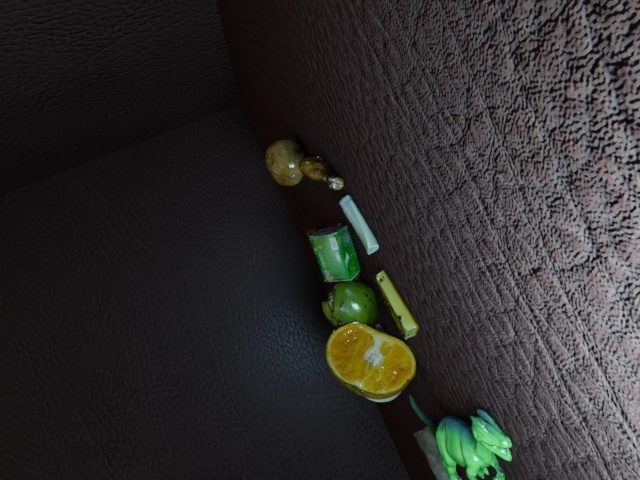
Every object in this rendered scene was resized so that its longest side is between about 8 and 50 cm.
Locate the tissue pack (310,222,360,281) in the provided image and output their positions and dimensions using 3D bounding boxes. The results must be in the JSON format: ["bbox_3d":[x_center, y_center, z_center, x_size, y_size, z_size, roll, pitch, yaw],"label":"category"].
[{"bbox_3d":[0.075,0.046,1.725,0.147,0.156,0.209,-9,107,37],"label":"tissue pack"}]

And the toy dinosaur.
[{"bbox_3d":[0.363,0.532,1.224,0.500,0.143,0.375,-137,29,-59],"label":"toy dinosaur"}]

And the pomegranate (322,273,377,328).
[{"bbox_3d":[0.133,0.247,1.748,0.302,0.235,0.236,-75,-26,-49],"label":"pomegranate"}]

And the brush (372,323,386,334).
[{"bbox_3d":[0.270,0.439,1.894,0.323,0.051,0.070,75,175,-63],"label":"brush"}]

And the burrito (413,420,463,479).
[{"bbox_3d":[0.454,0.834,1.628,0.348,0.107,0.175,66,159,-11],"label":"burrito"}]

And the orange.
[{"bbox_3d":[0.173,0.450,1.541,0.310,0.274,0.274,34,175,-7],"label":"orange"}]

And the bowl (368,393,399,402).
[{"bbox_3d":[0.250,0.533,1.718,0.126,0.237,0.238,98,151,-45],"label":"bowl"}]

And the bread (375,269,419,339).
[{"bbox_3d":[0.247,0.210,1.363,0.088,0.049,0.226,79,166,-57],"label":"bread"}]

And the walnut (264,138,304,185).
[{"bbox_3d":[-0.156,-0.358,1.892,0.195,0.195,0.222,78,170,-55],"label":"walnut"}]

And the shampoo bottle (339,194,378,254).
[{"bbox_3d":[0.128,-0.055,1.381,0.072,0.049,0.213,73,171,-63],"label":"shampoo bottle"}]

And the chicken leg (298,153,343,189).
[{"bbox_3d":[0.005,-0.243,1.501,0.251,0.107,0.087,45,141,49],"label":"chicken leg"}]

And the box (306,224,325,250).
[{"bbox_3d":[0.000,0.000,2.214,0.111,0.111,0.177,144,103,-82],"label":"box"}]
